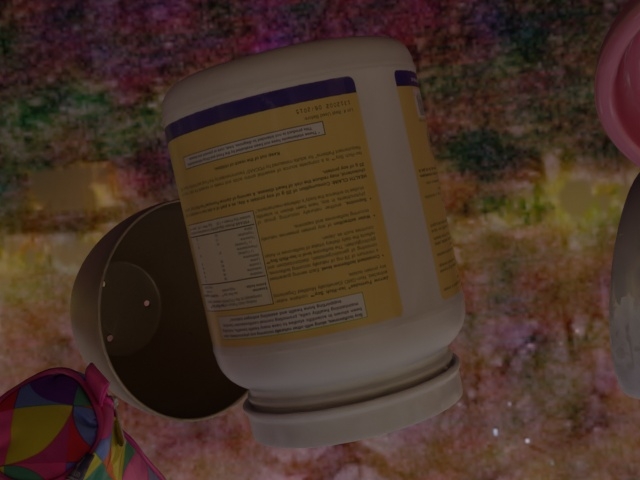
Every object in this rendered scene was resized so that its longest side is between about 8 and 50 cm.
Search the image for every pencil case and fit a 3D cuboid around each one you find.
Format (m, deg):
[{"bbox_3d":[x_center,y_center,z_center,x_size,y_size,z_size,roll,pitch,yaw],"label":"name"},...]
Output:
[{"bbox_3d":[-0.171,0.192,0.682,0.104,0.105,0.236,-6,141,5],"label":"pencil case"}]

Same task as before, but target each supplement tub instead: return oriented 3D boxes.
[{"bbox_3d":[0.000,0.000,0.825,0.240,0.332,0.241,-12,-178,0],"label":"supplement tub"}]

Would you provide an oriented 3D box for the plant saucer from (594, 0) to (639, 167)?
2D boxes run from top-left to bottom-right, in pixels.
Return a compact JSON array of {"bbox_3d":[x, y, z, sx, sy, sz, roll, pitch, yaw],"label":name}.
[{"bbox_3d":[0.437,-0.170,0.850,0.331,0.084,0.332,11,146,7],"label":"plant saucer"}]

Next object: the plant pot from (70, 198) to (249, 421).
[{"bbox_3d":[-0.223,0.092,1.191,0.190,0.284,0.284,-4,-178,45],"label":"plant pot"}]

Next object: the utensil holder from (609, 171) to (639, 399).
[{"bbox_3d":[0.613,0.071,1.143,0.385,0.328,0.327,5,-174,33],"label":"utensil holder"}]
